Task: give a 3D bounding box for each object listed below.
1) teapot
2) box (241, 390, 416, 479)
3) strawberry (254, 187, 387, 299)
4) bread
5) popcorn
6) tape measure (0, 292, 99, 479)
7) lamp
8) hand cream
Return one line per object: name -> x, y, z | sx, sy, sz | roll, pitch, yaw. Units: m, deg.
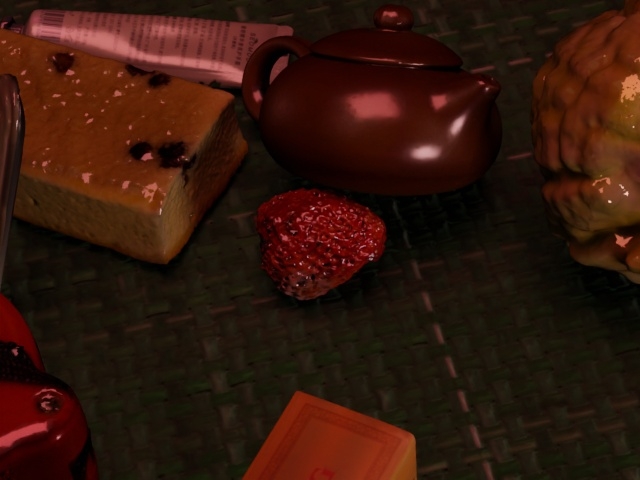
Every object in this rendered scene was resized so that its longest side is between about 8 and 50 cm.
teapot -> 0.033, -0.110, 1.464 | 0.178, 0.135, 0.252 | 1, 13, -45
box -> -0.012, 0.236, 1.081 | 0.076, 0.274, 0.174 | 20, 53, 20
strawberry -> 0.000, 0.000, 1.423 | 0.096, 0.083, 0.083 | -3, 47, 15
bread -> -0.246, -0.094, 1.530 | 0.361, 0.077, 0.138 | 17, 52, 19
popcorn -> 0.262, -0.065, 1.374 | 0.259, 0.212, 0.259 | 14, 11, -3
tape measure -> -0.293, 0.131, 1.307 | 0.253, 0.114, 0.260 | -30, 52, -21
lamp -> -0.325, -0.059, 1.444 | 0.283, 0.203, 0.124 | 16, 19, 16
hand cream -> -0.141, -0.156, 1.603 | 0.234, 0.050, 0.080 | 4, 48, 3
